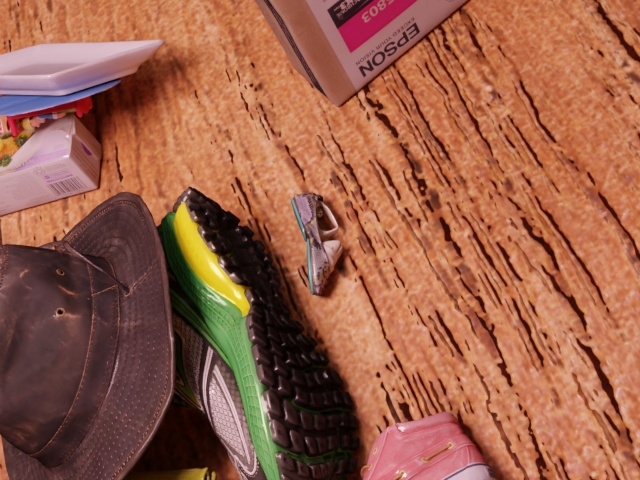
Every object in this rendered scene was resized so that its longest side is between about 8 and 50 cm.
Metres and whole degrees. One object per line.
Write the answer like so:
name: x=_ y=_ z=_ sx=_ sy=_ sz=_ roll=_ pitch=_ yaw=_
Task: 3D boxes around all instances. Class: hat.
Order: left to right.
hat: x=-0.256 y=0.095 z=1.237 sx=0.331 sy=0.134 sz=0.331 roll=-31 pitch=49 yaw=43

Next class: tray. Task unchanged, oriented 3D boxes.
tray: x=-0.294 y=-0.182 z=1.501 sx=0.145 sy=0.030 sz=0.270 roll=-25 pitch=21 yaw=-36

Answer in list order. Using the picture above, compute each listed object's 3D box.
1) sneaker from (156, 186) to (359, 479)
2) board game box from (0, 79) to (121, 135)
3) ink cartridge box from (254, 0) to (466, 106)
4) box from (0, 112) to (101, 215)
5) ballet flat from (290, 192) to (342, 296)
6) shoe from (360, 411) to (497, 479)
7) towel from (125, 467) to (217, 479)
sneaker: x=-0.081 y=0.118 z=1.235 sx=0.146 sy=0.134 sz=0.343 roll=-43 pitch=48 yaw=16
board game box: x=-0.282 y=-0.134 z=1.444 sx=0.133 sy=0.033 sz=0.169 roll=-23 pitch=20 yaw=-34
ink cartridge box: x=0.051 y=-0.273 z=1.365 sx=0.235 sy=0.193 sz=0.088 roll=-41 pitch=53 yaw=-3
box: x=-0.393 y=-0.057 z=1.518 sx=0.324 sy=0.067 sz=0.063 roll=-15 pitch=52 yaw=17
ballet flat: x=0.000 y=0.000 z=1.313 sx=0.041 sy=0.041 sz=0.114 roll=-21 pitch=53 yaw=12
shoe: x=0.051 y=0.210 z=1.138 sx=0.178 sy=0.063 sz=0.081 roll=-29 pitch=50 yaw=-1
towel: x=-0.152 y=0.298 z=1.149 sx=0.102 sy=0.021 sz=0.237 roll=-6 pitch=55 yaw=25
